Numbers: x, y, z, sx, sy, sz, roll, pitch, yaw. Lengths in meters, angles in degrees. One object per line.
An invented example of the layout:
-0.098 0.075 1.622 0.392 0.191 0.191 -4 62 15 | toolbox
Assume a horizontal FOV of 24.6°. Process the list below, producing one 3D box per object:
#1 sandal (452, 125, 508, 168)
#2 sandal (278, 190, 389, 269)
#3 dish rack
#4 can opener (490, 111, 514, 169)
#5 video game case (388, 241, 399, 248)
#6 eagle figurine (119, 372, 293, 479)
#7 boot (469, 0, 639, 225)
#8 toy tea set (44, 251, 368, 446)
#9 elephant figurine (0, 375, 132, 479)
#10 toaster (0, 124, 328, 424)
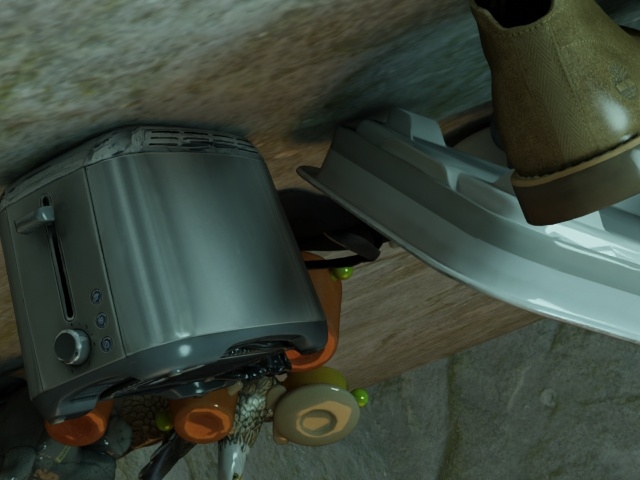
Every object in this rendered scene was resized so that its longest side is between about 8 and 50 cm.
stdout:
0.288 -0.078 1.202 0.416 0.102 0.169 -17 171 -9 | sandal
-0.001 0.000 1.240 0.097 0.054 0.254 -24 170 27 | sandal
0.174 0.000 0.947 0.333 0.072 0.285 16 -169 -28 | dish rack
0.260 -0.099 1.026 0.280 0.093 0.074 -11 138 24 | can opener
0.182 -0.051 1.400 0.212 0.023 0.193 -17 171 -14 | video game case
-0.128 0.198 1.719 0.298 0.225 0.226 6 136 -35 | eagle figurine
0.142 -0.105 0.807 0.112 0.115 0.305 -22 -171 16 | boot
-0.119 0.103 1.440 0.336 0.124 0.200 -1 130 -5 | toy tea set
-0.338 0.214 1.596 0.239 0.169 0.186 -6 150 34 | elephant figurine
-0.090 0.017 0.881 0.129 0.146 0.227 -23 169 31 | toaster
